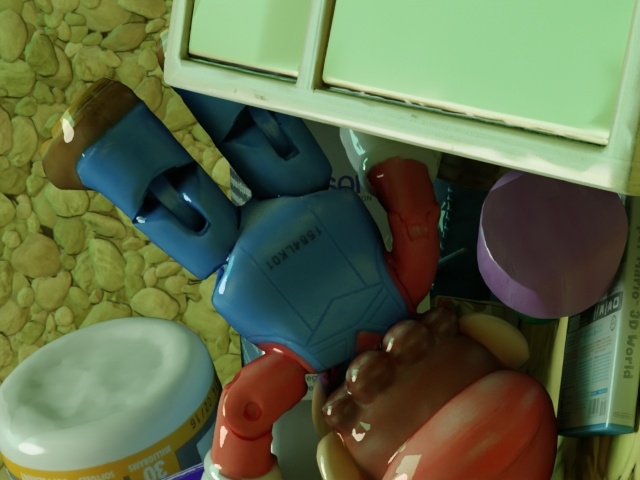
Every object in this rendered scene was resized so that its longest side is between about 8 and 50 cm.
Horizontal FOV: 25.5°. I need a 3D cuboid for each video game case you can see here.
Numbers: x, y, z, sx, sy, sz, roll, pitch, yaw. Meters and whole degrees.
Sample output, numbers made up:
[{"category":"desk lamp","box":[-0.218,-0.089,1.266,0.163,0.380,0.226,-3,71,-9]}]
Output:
[{"category":"video game case","box":[0.144,0.014,0.706,0.119,0.015,0.166,101,177,-81]}]

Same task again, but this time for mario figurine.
[{"category":"mario figurine","box":[-0.004,0.040,0.756,0.198,0.320,0.170,-37,2,28]}]

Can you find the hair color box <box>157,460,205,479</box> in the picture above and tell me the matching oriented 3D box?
[{"category":"hair color box","box":[-0.026,0.308,0.816,0.185,0.110,0.338,101,147,-69]}]

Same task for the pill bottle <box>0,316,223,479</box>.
[{"category":"pill bottle","box":[-0.124,0.208,1.043,0.162,0.162,0.278,-83,-20,-60]}]

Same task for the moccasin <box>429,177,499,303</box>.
[{"category":"moccasin","box":[0.075,0.077,1.128,0.138,0.117,0.341,107,172,-83]}]

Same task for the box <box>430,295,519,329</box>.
[{"category":"box","box":[0.086,0.202,1.000,0.067,0.063,0.323,108,171,-81]}]

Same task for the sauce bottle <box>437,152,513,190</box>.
[{"category":"sauce bottle","box":[0.127,-0.196,0.816,0.111,0.111,0.344,-83,3,-58]}]

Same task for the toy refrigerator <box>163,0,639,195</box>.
[{"category":"toy refrigerator","box":[0.048,-0.090,0.559,0.270,0.094,0.102,20,104,49]}]

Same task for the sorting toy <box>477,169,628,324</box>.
[{"category":"sorting toy","box":[0.068,-0.112,0.744,0.126,0.127,0.365,84,170,-65]}]

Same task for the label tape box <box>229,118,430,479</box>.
[{"category":"label tape box","box":[0.000,0.000,0.949,0.249,0.115,0.347,-143,51,-81]}]
